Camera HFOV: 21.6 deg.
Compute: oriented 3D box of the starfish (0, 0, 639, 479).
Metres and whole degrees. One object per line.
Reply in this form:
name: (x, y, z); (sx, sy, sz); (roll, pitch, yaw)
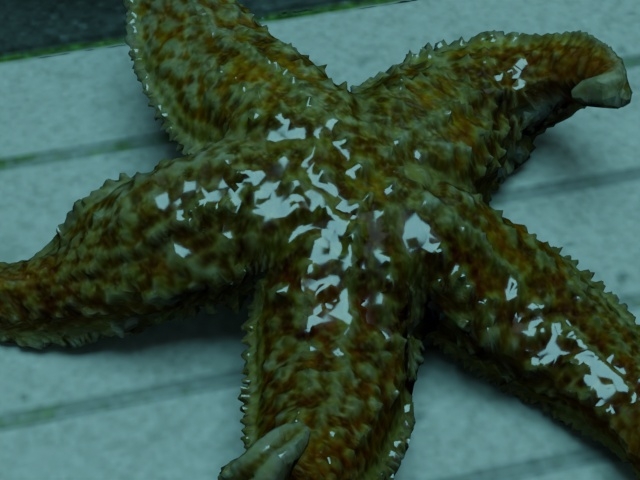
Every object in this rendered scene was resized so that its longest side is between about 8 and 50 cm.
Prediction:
starfish: (-0.002, -0.001, 0.651); (0.312, 0.113, 0.303); (6, 51, -1)
